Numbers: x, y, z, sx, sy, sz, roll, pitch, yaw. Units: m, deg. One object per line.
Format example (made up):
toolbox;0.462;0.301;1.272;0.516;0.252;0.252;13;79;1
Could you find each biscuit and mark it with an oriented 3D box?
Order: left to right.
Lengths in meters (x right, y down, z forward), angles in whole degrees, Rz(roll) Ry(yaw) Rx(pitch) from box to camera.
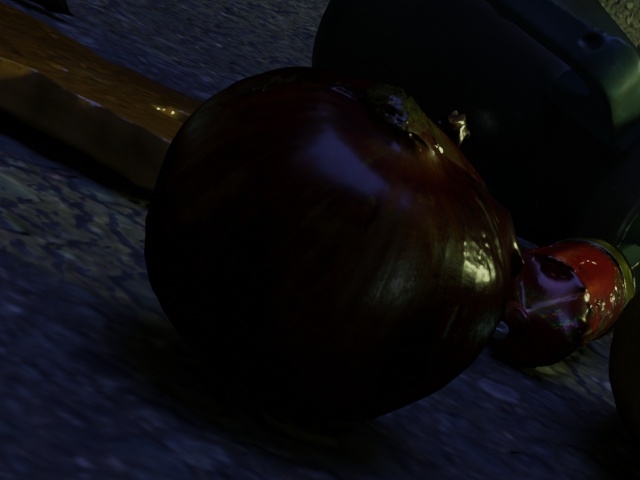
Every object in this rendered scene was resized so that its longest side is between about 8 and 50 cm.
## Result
biscuit;-0.131;-0.077;0.739;0.236;0.040;0.144;24;6;3

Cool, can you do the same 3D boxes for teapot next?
teapot;0.115;-0.074;0.882;0.225;0.171;0.203;41;-11;32

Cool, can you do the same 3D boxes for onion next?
onion;0.000;0.000;0.516;0.117;0.119;0.118;36;17;26

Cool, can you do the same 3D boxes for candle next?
candle;0.106;0.027;0.741;0.052;0.052;0.130;29;14;16

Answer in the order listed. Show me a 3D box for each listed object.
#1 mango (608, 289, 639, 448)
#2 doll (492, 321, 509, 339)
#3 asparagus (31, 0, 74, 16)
mango;0.215;0.072;0.575;0.192;0.146;0.316;21;3;-32
doll;0.047;0.013;0.706;0.057;0.039;0.114;34;-1;-40
asparagus;-0.193;-0.160;0.973;0.108;0.021;0.025;23;12;-11
